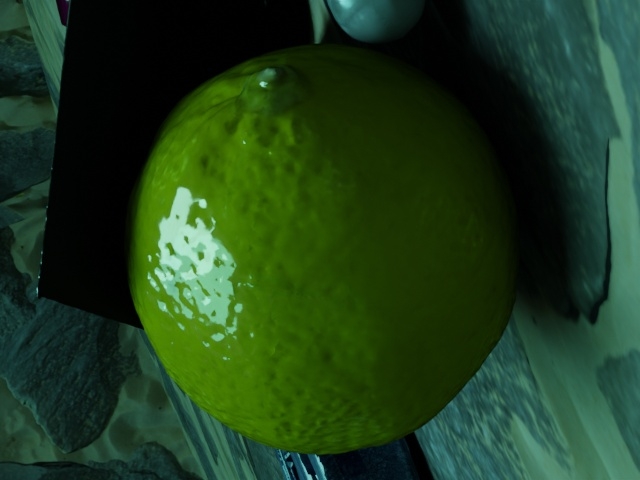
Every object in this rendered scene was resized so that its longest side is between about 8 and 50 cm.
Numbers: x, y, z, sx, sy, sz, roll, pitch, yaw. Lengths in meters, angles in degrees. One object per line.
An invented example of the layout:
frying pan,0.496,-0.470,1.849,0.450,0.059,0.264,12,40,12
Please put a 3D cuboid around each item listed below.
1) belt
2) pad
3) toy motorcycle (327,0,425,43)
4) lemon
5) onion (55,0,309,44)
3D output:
belt,0.023,0.169,1.129,0.141,0.082,0.190,106,143,-67
pad,-0.060,-0.046,0.793,0.300,0.005,0.202,29,-116,-68
toy motorcycle,-0.012,-0.159,0.675,0.171,0.110,0.260,58,174,-4
lemon,0.000,0.000,0.695,0.178,0.178,0.203,-122,12,-45
onion,-0.091,-0.188,0.932,0.218,0.139,0.195,120,135,-71
